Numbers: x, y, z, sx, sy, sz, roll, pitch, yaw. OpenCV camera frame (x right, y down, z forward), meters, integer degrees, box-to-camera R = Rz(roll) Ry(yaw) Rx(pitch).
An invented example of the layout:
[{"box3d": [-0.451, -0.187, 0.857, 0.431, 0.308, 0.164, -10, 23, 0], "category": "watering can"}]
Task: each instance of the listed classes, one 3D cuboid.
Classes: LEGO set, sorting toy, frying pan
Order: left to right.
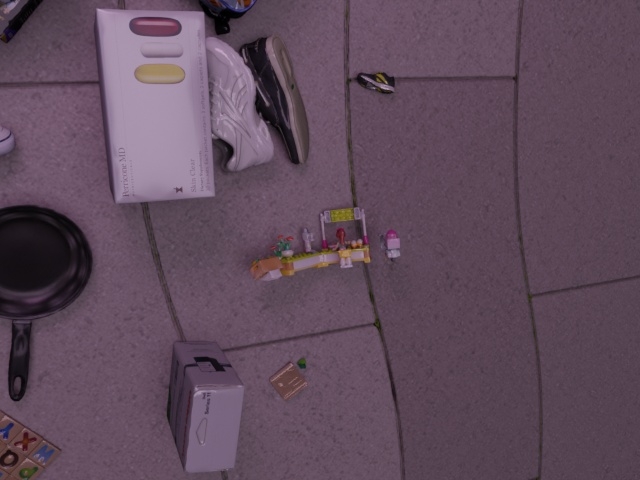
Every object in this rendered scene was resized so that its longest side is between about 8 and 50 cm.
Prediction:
[{"box3d": [-0.460, 0.091, 0.964, 0.197, 0.053, 0.326, -19, 118, -19], "category": "frying pan"}, {"box3d": [-0.055, 0.277, 1.189, 0.083, 0.012, 0.062, -37, 107, -8], "category": "sorting toy"}, {"box3d": [0.000, 0.000, 1.099, 0.286, 0.132, 0.107, -7, 95, -14], "category": "LEGO set"}]

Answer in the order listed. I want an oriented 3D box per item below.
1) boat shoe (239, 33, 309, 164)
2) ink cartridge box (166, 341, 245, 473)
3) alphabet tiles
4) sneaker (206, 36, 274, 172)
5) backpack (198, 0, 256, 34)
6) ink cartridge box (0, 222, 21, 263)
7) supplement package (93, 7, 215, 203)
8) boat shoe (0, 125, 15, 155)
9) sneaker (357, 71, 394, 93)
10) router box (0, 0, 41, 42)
[{"box3d": [-0.075, -0.243, 1.050, 0.079, 0.084, 0.233, -9, 117, 19], "category": "boat shoe"}, {"box3d": [-0.205, 0.281, 1.020, 0.086, 0.208, 0.153, 5, 99, -23], "category": "ink cartridge box"}, {"box3d": [-0.602, 0.367, 0.986, 0.198, 0.009, 0.237, -47, 114, -7], "category": "alphabet tiles"}, {"box3d": [-0.164, -0.220, 0.988, 0.115, 0.090, 0.232, -30, 110, -27], "category": "sneaker"}, {"box3d": [-0.166, -0.504, 0.884, 0.263, 0.213, 0.277, 33, 90, -14], "category": "backpack"}, {"box3d": [-0.579, -0.020, 0.908, 0.145, 0.045, 0.179, -35, 130, -13], "category": "ink cartridge box"}, {"box3d": [-0.259, -0.202, 0.900, 0.145, 0.204, 0.262, -7, 104, -20], "category": "supplement package"}, {"box3d": [-0.566, -0.158, 0.840, 0.226, 0.083, 0.076, -6, 129, -21], "category": "boat shoe"}, {"box3d": [0.107, -0.308, 1.127, 0.083, 0.031, 0.035, 14, 82, -28], "category": "sneaker"}, {"box3d": [-0.501, -0.475, 0.811, 0.309, 0.081, 0.243, 40, 85, -24], "category": "router box"}]
